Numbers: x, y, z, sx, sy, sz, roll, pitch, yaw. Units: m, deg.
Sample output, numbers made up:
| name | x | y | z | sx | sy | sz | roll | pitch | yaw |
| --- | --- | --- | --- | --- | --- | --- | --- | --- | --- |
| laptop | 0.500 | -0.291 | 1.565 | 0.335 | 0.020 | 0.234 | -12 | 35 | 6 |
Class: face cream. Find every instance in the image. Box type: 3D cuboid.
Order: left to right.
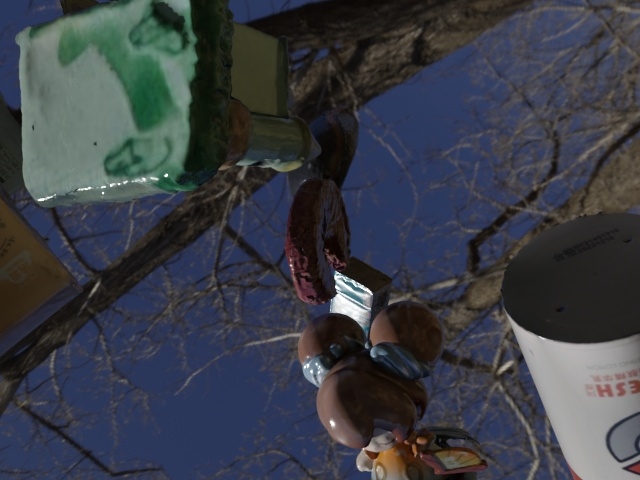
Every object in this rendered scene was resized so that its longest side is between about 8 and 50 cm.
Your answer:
| name | x | y | z | sx | sy | sz | roll | pitch | yaw |
| --- | --- | --- | --- | --- | --- | --- | --- | --- | --- |
| face cream | 0.180 | 0.095 | 0.432 | 0.214 | 0.096 | 0.096 | 61 | -139 | -32 |

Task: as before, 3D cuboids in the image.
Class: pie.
| name | x | y | z | sx | sy | sz | roll | pitch | yaw |
| --- | --- | --- | --- | --- | --- | --- | --- | --- | --- |
| pie | 0.000 | 0.000 | 1.263 | 0.204 | 0.054 | 0.218 | 68 | -151 | -43 |

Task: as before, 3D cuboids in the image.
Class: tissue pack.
| name | x | y | z | sx | sy | sz | roll | pitch | yaw |
| --- | --- | --- | --- | --- | --- | --- | --- | --- | --- |
| tissue pack | -0.509 | 0.084 | 1.040 | 0.305 | 0.238 | 0.238 | -41 | -85 | -10 |
| tissue pack | 0.089 | 0.134 | 1.680 | 0.120 | 0.169 | 0.082 | 30 | -136 | 30 |

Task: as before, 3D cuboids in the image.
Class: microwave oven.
| name | x | y | z | sx | sy | sz | roll | pitch | yaw |
| --- | --- | --- | --- | --- | --- | --- | --- | --- | --- |
| microwave oven | -0.610 | -0.182 | 1.329 | 0.162 | 0.208 | 0.122 | -39 | -127 | -15 |

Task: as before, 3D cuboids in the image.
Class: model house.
| name | x | y | z | sx | sy | sz | roll | pitch | yaw |
| --- | --- | --- | --- | --- | --- | --- | --- | --- | --- |
| model house | -0.124 | -0.139 | 0.851 | 0.325 | 0.267 | 0.194 | -3 | -91 | -56 |

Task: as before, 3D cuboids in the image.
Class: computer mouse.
| name | x | y | z | sx | sy | sz | roll | pitch | yaw |
| --- | --- | --- | --- | --- | --- | --- | --- | --- | --- |
| computer mouse | 0.004 | -0.174 | 1.519 | 0.116 | 0.183 | 0.323 | 27 | -158 | -7 |

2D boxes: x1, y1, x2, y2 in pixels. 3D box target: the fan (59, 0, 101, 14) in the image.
| name | x | y | z | sx | sy | sz | roll | pitch | yaw |
| --- | --- | --- | --- | --- | --- | --- | --- | --- | --- |
| fan | -0.429 | -0.392 | 1.458 | 0.229 | 0.011 | 0.335 | 50 | -158 | -3 |

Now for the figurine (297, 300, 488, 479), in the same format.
| name | x | y | z | sx | sy | sz | roll | pitch | yaw |
| --- | --- | --- | --- | --- | --- | --- | --- | --- | --- |
| figurine | 0.135 | 0.310 | 1.331 | 0.388 | 0.277 | 0.248 | 55 | -143 | -29 |
